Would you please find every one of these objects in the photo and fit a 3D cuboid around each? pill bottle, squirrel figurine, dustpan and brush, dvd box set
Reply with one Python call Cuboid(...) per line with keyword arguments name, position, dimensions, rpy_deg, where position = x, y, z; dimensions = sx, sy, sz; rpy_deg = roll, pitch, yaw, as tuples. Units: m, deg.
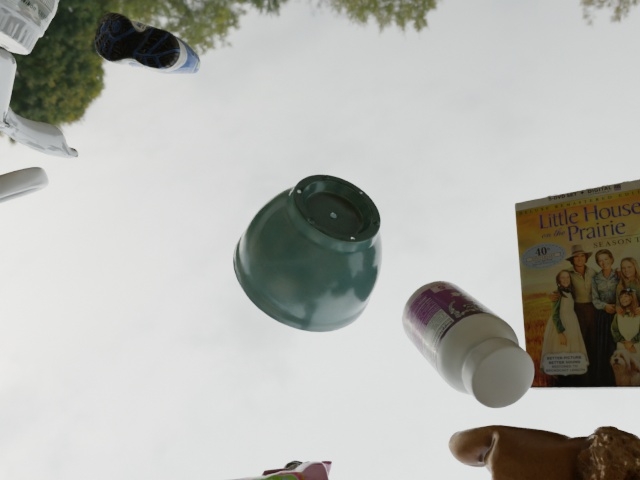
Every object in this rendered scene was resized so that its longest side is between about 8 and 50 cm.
Cuboid(name="pill bottle", position=(0.292, 0.204, 1.141), dimensions=(0.169, 0.169, 0.301), rpy_deg=(-23, -160, -7))
Cuboid(name="squirrel figurine", position=(0.375, 0.481, 0.812), dimensions=(0.281, 0.397, 0.370), rpy_deg=(28, -124, -13))
Cuboid(name="dustpan and brush", position=(-0.215, -0.094, 0.333), dimensions=(0.147, 0.211, 0.060), rpy_deg=(27, -84, 20))
Cuboid(name="dvd box set", position=(0.577, 0.094, 1.174), dimensions=(0.307, 0.062, 0.420), rpy_deg=(-10, -112, 35))

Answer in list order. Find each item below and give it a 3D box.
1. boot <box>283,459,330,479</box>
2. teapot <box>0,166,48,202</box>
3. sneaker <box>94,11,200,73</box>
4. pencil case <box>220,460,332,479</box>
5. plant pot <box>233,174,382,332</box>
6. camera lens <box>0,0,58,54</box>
Cuboid(name="boot", position=(-0.030, 0.446, 0.984), dimensions=(0.082, 0.106, 0.219), rpy_deg=(-53, -145, -6))
Cuboid(name="teapot", position=(-0.450, -0.011, 0.563), dimensions=(0.187, 0.252, 0.256), rpy_deg=(-6, -119, 44))
Cuboid(name="sneaker", position=(-0.287, -0.312, 0.921), dimensions=(0.211, 0.081, 0.080), rpy_deg=(29, -78, 26))
Cuboid(name="pencil case", position=(-0.113, 0.315, 0.607), dimensions=(0.284, 0.124, 0.124), rpy_deg=(-5, -139, -13))
Cuboid(name="plant pot", position=(0.000, 0.000, 1.081), dimensions=(0.293, 0.196, 0.293), rpy_deg=(15, -136, -15))
Cuboid(name="camera lens", position=(-0.467, -0.438, 0.799), dimensions=(0.219, 0.219, 0.274), rpy_deg=(19, -93, 33))
